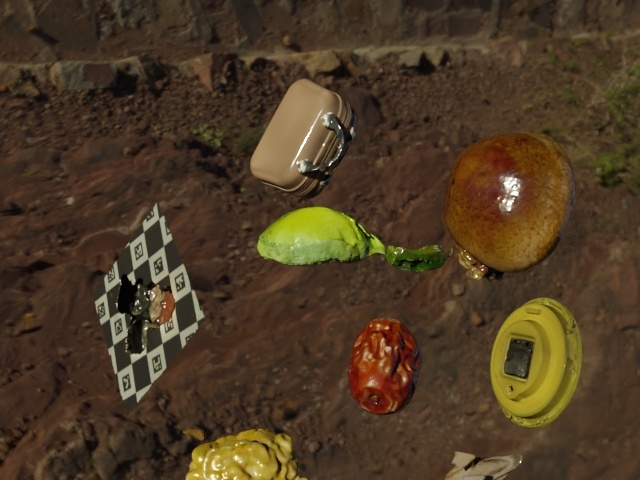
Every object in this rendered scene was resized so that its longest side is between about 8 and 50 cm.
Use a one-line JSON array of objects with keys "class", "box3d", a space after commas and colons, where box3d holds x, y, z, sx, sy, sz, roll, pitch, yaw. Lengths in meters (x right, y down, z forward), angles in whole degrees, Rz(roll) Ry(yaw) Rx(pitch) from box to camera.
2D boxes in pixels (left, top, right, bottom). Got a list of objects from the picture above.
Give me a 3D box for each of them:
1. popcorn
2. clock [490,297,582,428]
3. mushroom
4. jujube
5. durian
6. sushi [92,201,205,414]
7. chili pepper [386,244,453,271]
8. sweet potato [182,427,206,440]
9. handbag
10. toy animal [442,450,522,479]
[{"class": "popcorn", "box3d": [-0.111, 0.369, 1.129, 0.140, 0.194, 0.163, 94, 12, -56]}, {"class": "clock", "box3d": [0.363, 0.210, 1.250, 0.057, 0.237, 0.237, 16, 78, -20]}, {"class": "mushroom", "box3d": [0.328, -0.059, 1.290, 0.195, 0.263, 0.283, -5, 113, -38]}, {"class": "jujube", "box3d": [0.152, 0.294, 1.665, 0.174, 0.174, 0.250, 61, 24, -20]}, {"class": "durian", "box3d": [0.000, 0.000, 1.408, 0.250, 0.101, 0.139, -1, 47, -19]}, {"class": "sushi", "box3d": [-0.353, 0.144, 1.516, 0.068, 0.339, 0.320, 8, 43, -44]}, {"class": "chili pepper", "box3d": [0.274, 0.041, 1.838, 0.203, 0.072, 0.073, -1, 68, -18]}, {"class": "sweet potato", "box3d": [-0.286, 0.442, 1.625, 0.026, 0.115, 0.026, 4, 83, -31]}, {"class": "handbag", "box3d": [-0.025, -0.254, 1.863, 0.149, 0.283, 0.302, 29, 91, -40]}, {"class": "toy animal", "box3d": [0.328, 0.493, 1.460, 0.188, 0.089, 0.179, -19, 144, -1]}]
